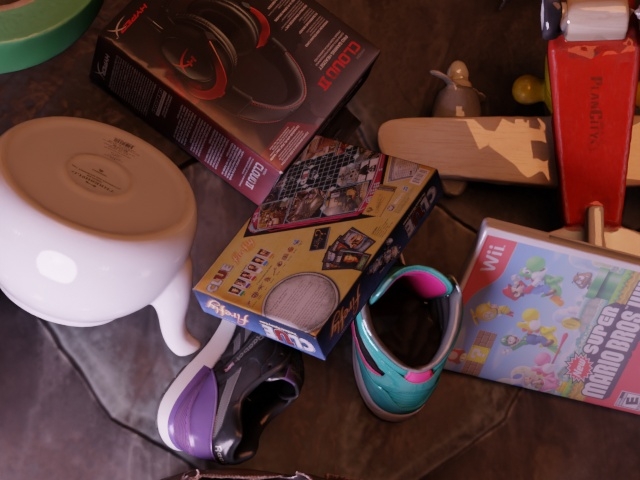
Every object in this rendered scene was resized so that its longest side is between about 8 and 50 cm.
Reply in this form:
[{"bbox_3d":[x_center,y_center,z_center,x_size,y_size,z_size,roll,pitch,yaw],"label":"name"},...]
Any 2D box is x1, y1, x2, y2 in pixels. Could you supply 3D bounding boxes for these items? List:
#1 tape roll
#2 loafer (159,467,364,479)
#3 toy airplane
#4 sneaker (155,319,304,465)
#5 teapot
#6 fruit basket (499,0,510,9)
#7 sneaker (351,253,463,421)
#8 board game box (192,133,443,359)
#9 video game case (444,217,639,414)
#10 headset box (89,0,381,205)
[{"bbox_3d":[-0.404,-0.354,1.578,0.321,0.077,0.321,5,68,-14],"label":"tape roll"},{"bbox_3d":[-0.003,0.310,1.398,0.365,0.130,0.134,6,68,-13],"label":"loafer"},{"bbox_3d":[0.323,-0.126,1.612,0.386,0.272,0.384,43,103,-6],"label":"toy airplane"},{"bbox_3d":[-0.050,0.120,1.449,0.107,0.124,0.283,49,63,-43],"label":"sneaker"},{"bbox_3d":[-0.267,0.000,1.427,0.252,0.187,0.256,-4,44,-39],"label":"teapot"},{"bbox_3d":[0.356,-0.485,1.680,0.165,0.353,0.327,34,64,1],"label":"fruit basket"},{"bbox_3d":[0.070,0.042,1.495,0.123,0.178,0.296,-13,73,-19],"label":"sneaker"},{"bbox_3d":[0.000,0.000,1.432,0.165,0.042,0.243,19,58,32],"label":"board game box"},{"bbox_3d":[0.286,0.093,1.534,0.285,0.204,0.025,14,33,-9],"label":"video game case"},{"bbox_3d":[-0.088,-0.200,1.583,0.293,0.110,0.218,38,64,1],"label":"headset box"}]
